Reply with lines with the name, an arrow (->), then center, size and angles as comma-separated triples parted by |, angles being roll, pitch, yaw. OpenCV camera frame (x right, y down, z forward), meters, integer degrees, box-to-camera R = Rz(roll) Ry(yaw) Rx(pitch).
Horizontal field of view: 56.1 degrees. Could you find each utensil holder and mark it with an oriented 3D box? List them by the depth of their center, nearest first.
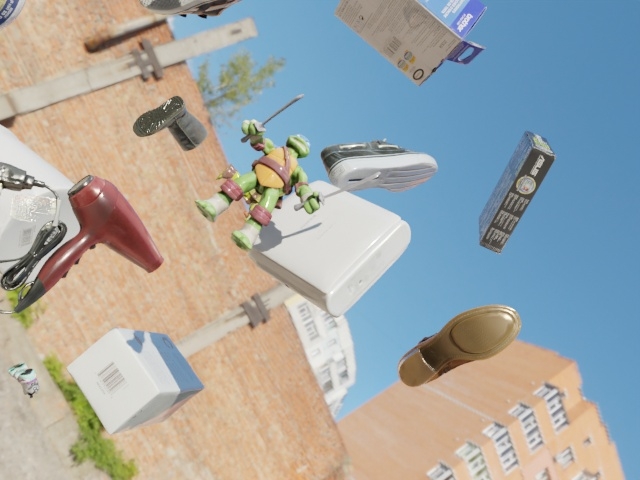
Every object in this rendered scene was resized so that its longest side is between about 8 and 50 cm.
utensil holder -> -0.875, -0.106, 1.685 | 0.385, 0.327, 0.328 | 32, -31, 21

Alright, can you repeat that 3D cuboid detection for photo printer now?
photo printer -> 0.000, 0.000, 1.295 | 0.307, 0.256, 0.107 | 30, -26, 40

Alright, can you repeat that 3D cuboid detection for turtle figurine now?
turtle figurine -> -0.093, -0.123, 1.135 | 0.274, 0.266, 0.198 | 20, -26, 50
turtle figurine -> -0.215, -0.132, 1.813 | 0.217, 0.087, 0.269 | 46, 20, -13

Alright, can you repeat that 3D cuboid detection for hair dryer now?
hair dryer -> -0.391, 0.004, 0.963 | 0.080, 0.293, 0.224 | 11, -88, 54

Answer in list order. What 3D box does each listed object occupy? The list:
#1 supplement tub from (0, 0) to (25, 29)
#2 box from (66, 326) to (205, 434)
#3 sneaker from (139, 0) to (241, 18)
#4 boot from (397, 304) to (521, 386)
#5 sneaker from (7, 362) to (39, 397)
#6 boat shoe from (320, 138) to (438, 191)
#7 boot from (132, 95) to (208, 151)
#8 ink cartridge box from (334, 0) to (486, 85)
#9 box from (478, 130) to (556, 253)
supplement tub -> -0.846, -0.620, 1.336 | 0.228, 0.228, 0.316 | 59, 14, 7
box -> -0.497, 0.382, 1.665 | 0.215, 0.168, 0.345 | 50, -1, 15
sneaker -> -0.376, -0.724, 1.787 | 0.127, 0.320, 0.126 | 6, 85, -72
boot -> 0.296, 0.232, 1.317 | 0.109, 0.283, 0.220 | 54, 5, 12
sneaker -> -0.614, 0.296, 1.251 | 0.098, 0.038, 0.069 | 7, -64, 48
boat shoe -> 0.148, -0.194, 1.449 | 0.121, 0.335, 0.119 | -49, -123, 40
boot -> -0.456, -0.336, 1.849 | 0.076, 0.189, 0.208 | 59, -5, 16
ink cartridge box -> 0.260, -0.609, 1.654 | 0.395, 0.151, 0.270 | 40, -20, -5
box -> 0.483, -0.125, 1.504 | 0.060, 0.216, 0.270 | 24, -67, 4
